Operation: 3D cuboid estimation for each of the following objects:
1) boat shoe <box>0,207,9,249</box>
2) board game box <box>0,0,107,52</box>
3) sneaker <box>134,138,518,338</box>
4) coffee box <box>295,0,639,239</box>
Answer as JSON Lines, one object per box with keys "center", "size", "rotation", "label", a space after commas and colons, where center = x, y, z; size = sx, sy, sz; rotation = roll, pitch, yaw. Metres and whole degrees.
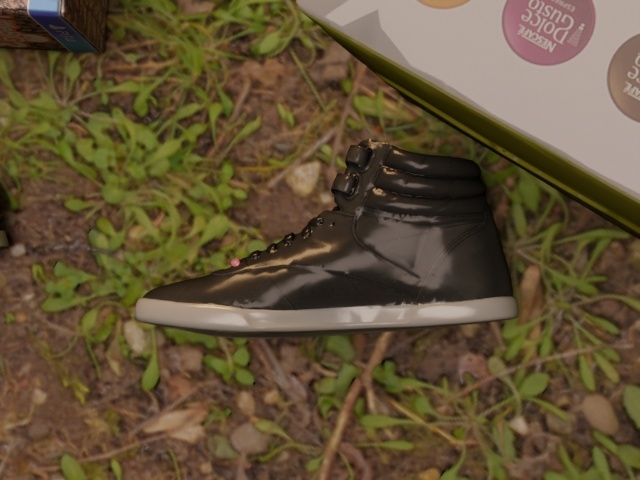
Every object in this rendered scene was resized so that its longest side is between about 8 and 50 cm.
{"center": [-0.379, -0.006, 1.117], "size": [0.227, 0.081, 0.069], "rotation": [-10, 90, 2], "label": "boat shoe"}
{"center": [-0.322, -0.284, 1.064], "size": [0.291, 0.141, 0.232], "rotation": [4, 86, 3], "label": "board game box"}
{"center": [0.000, 0.000, 1.028], "size": [0.295, 0.104, 0.147], "rotation": [-4, 84, 6], "label": "sneaker"}
{"center": [0.239, -0.179, 0.861], "size": [0.337, 0.338, 0.334], "rotation": [32, 94, 12], "label": "coffee box"}
